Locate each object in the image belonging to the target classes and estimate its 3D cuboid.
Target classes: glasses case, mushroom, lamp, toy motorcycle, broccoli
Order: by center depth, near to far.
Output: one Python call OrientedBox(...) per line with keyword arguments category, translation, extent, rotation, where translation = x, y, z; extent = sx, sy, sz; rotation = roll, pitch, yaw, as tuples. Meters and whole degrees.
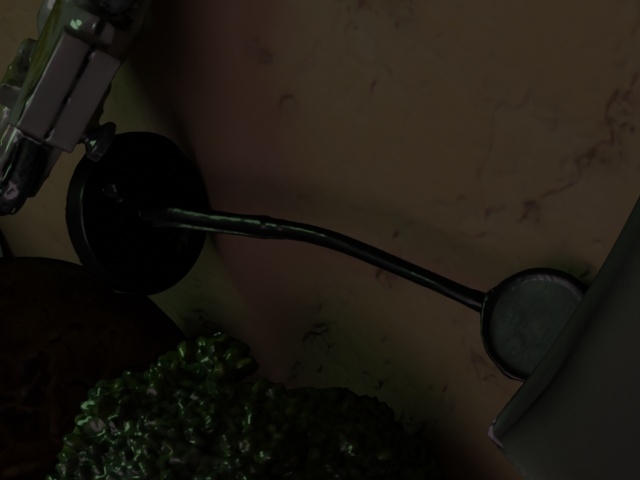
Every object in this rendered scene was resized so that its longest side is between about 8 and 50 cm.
OrientedBox(category="glasses case", translation=(0.190, 0.033, 0.687), extent=(0.128, 0.083, 0.308), rotation=(30, 131, 10))
OrientedBox(category="broccoli", translation=(-0.051, 0.207, 0.888), extent=(0.260, 0.235, 0.288), rotation=(-30, 84, 28))
OrientedBox(category="lamp", translation=(0.012, 0.011, 0.895), extent=(0.371, 0.108, 0.130), rotation=(9, 76, 26))
OrientedBox(category="toy motorcycle", translation=(-0.167, -0.124, 0.939), extent=(0.229, 0.074, 0.151), rotation=(-58, 22, 20))
OrientedBox(category="mushroom", translation=(-0.220, 0.142, 1.031), extent=(0.278, 0.163, 0.297), rotation=(6, 125, -6))

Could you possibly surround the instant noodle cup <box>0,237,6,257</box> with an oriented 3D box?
OrientedBox(category="instant noodle cup", translation=(-0.437, 0.061, 1.226), extent=(0.312, 0.284, 0.284), rotation=(-28, 90, 41))
